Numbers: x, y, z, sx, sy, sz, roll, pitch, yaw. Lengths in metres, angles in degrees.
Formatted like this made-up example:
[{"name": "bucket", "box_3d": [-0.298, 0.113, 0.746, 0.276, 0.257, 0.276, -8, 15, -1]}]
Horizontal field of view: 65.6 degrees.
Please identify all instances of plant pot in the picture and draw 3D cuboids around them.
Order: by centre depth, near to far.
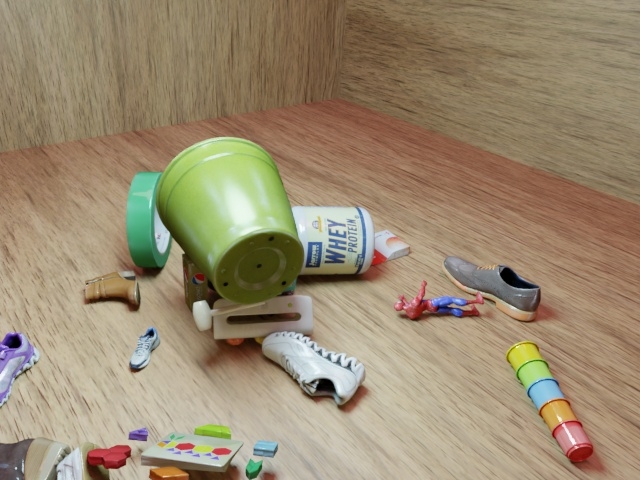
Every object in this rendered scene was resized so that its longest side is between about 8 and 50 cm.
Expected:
[{"name": "plant pot", "box_3d": [-0.216, -0.028, 1.317, 0.366, 0.366, 0.353, -10, 41, -23]}]

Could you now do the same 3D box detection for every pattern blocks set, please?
[{"name": "pattern blocks set", "box_3d": [-0.262, 0.432, 1.011, 0.325, 0.026, 0.285, 3, -3, 17]}]

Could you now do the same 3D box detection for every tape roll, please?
[{"name": "tape roll", "box_3d": [-0.568, -0.070, 1.672, 0.077, 0.321, 0.321, 2, 30, -4]}]

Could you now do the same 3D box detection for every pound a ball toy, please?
[{"name": "pound a ball toy", "box_3d": [-0.181, 0.225, 1.370, 0.319, 0.136, 0.208, -2, -5, -10]}]

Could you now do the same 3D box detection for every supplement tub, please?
[{"name": "supplement tub", "box_3d": [0.000, 0.000, 1.695, 0.325, 0.235, 0.235, 0, 31, -13]}]

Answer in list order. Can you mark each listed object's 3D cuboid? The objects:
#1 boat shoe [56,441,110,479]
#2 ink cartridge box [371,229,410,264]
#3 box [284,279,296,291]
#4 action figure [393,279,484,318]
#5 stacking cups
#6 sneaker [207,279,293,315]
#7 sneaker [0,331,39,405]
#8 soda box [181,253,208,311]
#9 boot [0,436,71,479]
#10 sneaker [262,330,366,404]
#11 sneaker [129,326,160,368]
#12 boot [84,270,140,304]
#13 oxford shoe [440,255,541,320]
[{"name": "boat shoe", "box_3d": [-0.442, 0.523, 0.918, 0.096, 0.098, 0.277, -33, 47, 3]}, {"name": "ink cartridge box", "box_3d": [0.226, 0.023, 1.888, 0.179, 0.045, 0.145, -13, 34, -31]}, {"name": "box", "box_3d": [-0.182, 0.076, 1.525, 0.100, 0.060, 0.244, -10, 32, -38]}, {"name": "action figure", "box_3d": [0.359, 0.183, 1.588, 0.280, 0.091, 0.139, -2, 37, -13]}, {"name": "stacking cups", "box_3d": [0.582, 0.397, 1.253, 0.096, 0.096, 0.316, -1, 33, -9]}, {"name": "sneaker", "box_3d": [-0.215, 0.159, 1.545, 0.281, 0.106, 0.162, 1, 34, -7]}, {"name": "sneaker", "box_3d": [-0.787, 0.313, 1.208, 0.095, 0.104, 0.236, 7, 31, 1]}, {"name": "soda box", "box_3d": [-0.378, 0.124, 1.501, 0.058, 0.181, 0.061, -14, 35, -28]}, {"name": "boot", "box_3d": [-0.631, 0.498, 0.961, 0.207, 0.090, 0.248, -5, 31, 10]}, {"name": "sneaker", "box_3d": [-0.034, 0.327, 1.287, 0.292, 0.110, 0.118, 16, 42, 21]}, {"name": "sneaker", "box_3d": [-0.478, 0.286, 1.337, 0.052, 0.058, 0.135, 6, 31, 3]}, {"name": "boot", "box_3d": [-0.640, 0.158, 1.526, 0.152, 0.073, 0.197, -10, 21, -25]}, {"name": "oxford shoe", "box_3d": [0.573, 0.122, 1.672, 0.130, 0.133, 0.363, -24, 40, -38]}]
